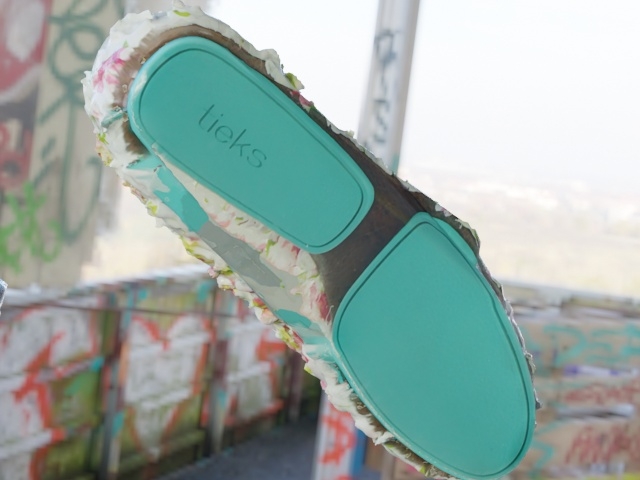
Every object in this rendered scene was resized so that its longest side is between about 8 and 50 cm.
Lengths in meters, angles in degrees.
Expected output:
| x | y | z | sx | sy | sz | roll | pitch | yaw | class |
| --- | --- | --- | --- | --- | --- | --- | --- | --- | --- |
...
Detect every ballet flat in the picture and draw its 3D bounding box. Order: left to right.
| x | y | z | sx | sy | sz | roll | pitch | yaw | class |
| --- | --- | --- | --- | --- | --- | --- | --- | --- | --- |
| 0.000 | 0.000 | 0.555 | 0.241 | 0.091 | 0.077 | 50 | -10 | -24 | ballet flat |

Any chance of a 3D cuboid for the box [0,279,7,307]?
| x | y | z | sx | sy | sz | roll | pitch | yaw | class |
| --- | --- | --- | --- | --- | --- | --- | --- | --- | --- |
| -0.248 | 0.126 | 0.742 | 0.051 | 0.220 | 0.175 | 33 | 15 | -16 | box |
